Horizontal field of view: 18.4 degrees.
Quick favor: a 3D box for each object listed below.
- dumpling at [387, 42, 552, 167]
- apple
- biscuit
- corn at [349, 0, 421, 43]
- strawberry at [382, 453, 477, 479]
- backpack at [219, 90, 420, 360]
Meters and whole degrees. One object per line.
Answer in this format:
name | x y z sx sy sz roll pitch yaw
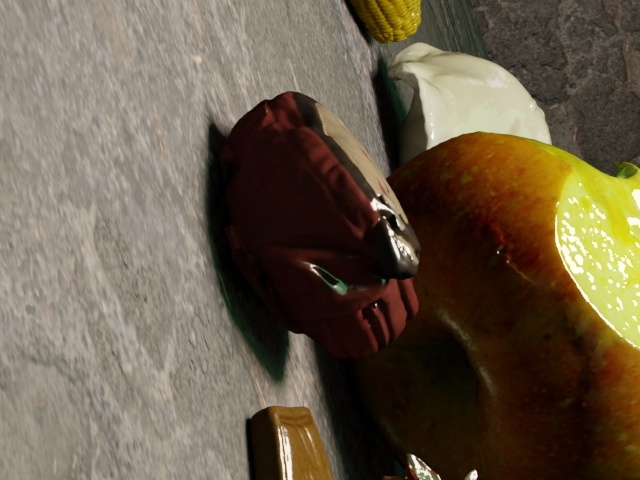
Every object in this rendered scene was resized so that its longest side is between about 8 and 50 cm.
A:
dumpling | 0.195 -0.106 2.504 0.318 0.187 0.243 64 17 -7
apple | 0.213 0.070 1.908 0.374 0.374 0.384 -68 150 -71
biscuit | -0.005 0.236 1.550 0.182 0.034 0.215 19 58 -76
corn | 0.069 -0.327 2.420 0.262 0.097 0.097 63 17 -61
strawberry | 0.085 0.294 1.706 0.228 0.098 0.174 69 36 -57
backpack | 0.002 -0.001 1.634 0.229 0.139 0.229 61 1 -1
